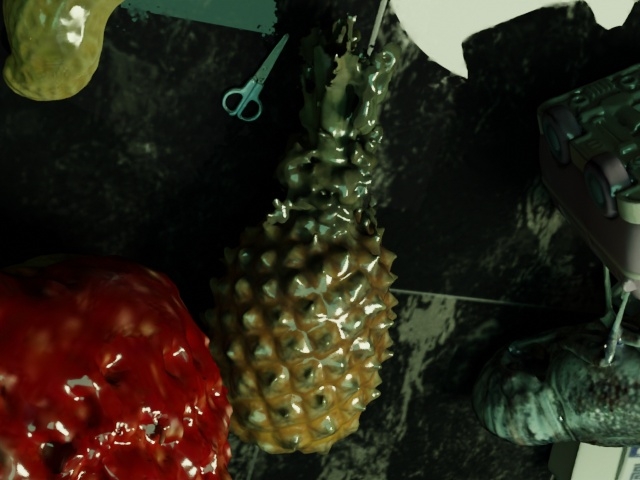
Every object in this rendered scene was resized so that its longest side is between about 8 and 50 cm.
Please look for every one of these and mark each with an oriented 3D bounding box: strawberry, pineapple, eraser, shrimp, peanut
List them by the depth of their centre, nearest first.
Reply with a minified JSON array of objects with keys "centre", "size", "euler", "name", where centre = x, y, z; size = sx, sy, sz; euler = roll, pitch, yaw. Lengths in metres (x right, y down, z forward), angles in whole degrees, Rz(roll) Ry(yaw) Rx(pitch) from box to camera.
[{"centre":[-0.182,-0.191,0.898],"size":[0.093,0.083,0.194],"euler":[-14,134,-50],"name":"peanut"},{"centre":[-0.177,0.178,0.913],"size":[0.295,0.345,0.317],"euler":[-45,163,-3],"name":"strawberry"},{"centre":[0.000,0.000,1.004],"size":[0.175,0.175,0.361],"euler":[7,116,-19],"name":"pineapple"},{"centre":[0.304,0.102,1.100],"size":[0.372,0.137,0.172],"euler":[-18,124,22],"name":"shrimp"},{"centre":[0.352,0.197,1.266],"size":[0.210,0.068,0.124],"euler":[1,118,-15],"name":"eraser"}]

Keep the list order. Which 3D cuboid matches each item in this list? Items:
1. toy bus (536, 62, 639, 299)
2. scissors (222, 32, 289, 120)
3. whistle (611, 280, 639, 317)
[{"centre":[0.283,-0.049,1.034],"size":[0.142,0.202,0.142],"euler":[-20,123,-4],"name":"toy bus"},{"centre":[-0.049,-0.136,1.007],"size":[0.036,0.006,0.083],"euler":[26,108,-24],"name":"scissors"},{"centre":[0.394,-0.044,1.149],"size":[0.062,0.062,0.312],"euler":[36,104,-29],"name":"whistle"}]
